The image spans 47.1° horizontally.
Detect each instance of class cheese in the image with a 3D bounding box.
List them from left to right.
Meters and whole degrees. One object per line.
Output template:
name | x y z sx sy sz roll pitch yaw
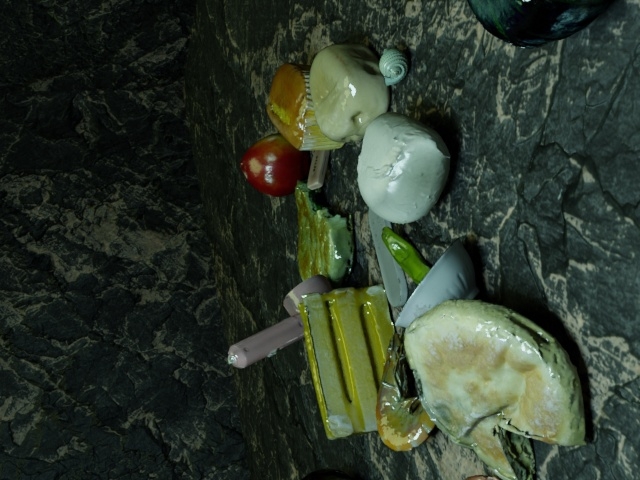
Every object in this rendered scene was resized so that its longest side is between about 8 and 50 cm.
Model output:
cheese | 0.056 -0.319 1.607 0.235 0.117 0.218 39 129 55
cheese | 0.150 -0.129 1.340 0.198 0.154 0.189 -127 55 -64

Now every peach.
peach | -0.129 -0.210 2.058 0.197 0.197 0.198 175 90 -71

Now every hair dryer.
hair dryer | -0.064 0.231 1.679 0.210 0.352 0.125 54 138 16

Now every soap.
soap | 0.074 0.261 1.594 0.091 0.199 0.315 117 142 -67

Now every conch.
conch | 0.148 -0.346 1.453 0.076 0.056 0.085 81 -161 -44

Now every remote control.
remote control | 0.145 0.026 1.591 0.077 0.022 0.245 122 140 -62

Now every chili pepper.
chili pepper | 0.178 0.040 1.461 0.202 0.050 0.052 53 127 53

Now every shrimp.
shrimp | 0.170 0.302 1.489 0.150 0.068 0.249 -25 54 28

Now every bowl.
bowl | 0.217 0.095 1.261 0.086 0.189 0.189 37 143 12

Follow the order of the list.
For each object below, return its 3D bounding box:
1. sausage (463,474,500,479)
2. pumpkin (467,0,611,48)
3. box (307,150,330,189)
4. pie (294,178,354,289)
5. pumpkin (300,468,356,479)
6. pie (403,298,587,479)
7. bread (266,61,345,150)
sausage | 0.318 0.454 1.123 0.304 0.078 0.078 -136 45 -60
pumpkin | 0.275 -0.363 0.926 0.233 0.162 0.233 173 90 -72
box | -0.006 -0.187 1.892 0.048 0.025 0.115 -13 57 45
pie | 0.000 0.000 1.920 0.371 0.078 0.297 -121 33 -55
pumpkin | 0.034 0.725 1.807 0.320 0.192 0.321 173 90 -69
pie | 0.260 0.225 1.138 0.337 0.075 0.338 33 136 38
bread | -0.040 -0.333 1.838 0.288 0.156 0.204 -124 37 -57
